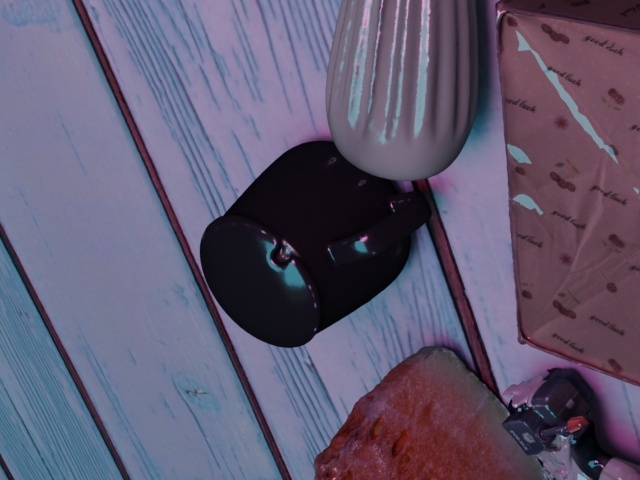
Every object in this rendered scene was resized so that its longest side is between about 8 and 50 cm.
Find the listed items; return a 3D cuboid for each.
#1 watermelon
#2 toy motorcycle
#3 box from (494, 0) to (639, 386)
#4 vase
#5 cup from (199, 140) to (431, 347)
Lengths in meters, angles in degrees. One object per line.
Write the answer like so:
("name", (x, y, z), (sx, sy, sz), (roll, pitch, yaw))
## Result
("watermelon", (0.080, 0.244, 1.220), (0.193, 0.256, 0.140), (53, 142, 7))
("toy motorcycle", (0.267, 0.217, 1.142), (0.221, 0.102, 0.150), (49, 155, -1))
("box", (0.268, -0.055, 0.837), (0.225, 0.190, 0.297), (18, 132, 35))
("vase", (0.070, -0.178, 0.983), (0.128, 0.128, 0.248), (22, 126, 30))
("cup", (0.000, 0.000, 1.156), (0.223, 0.176, 0.169), (-13, 109, 50))
